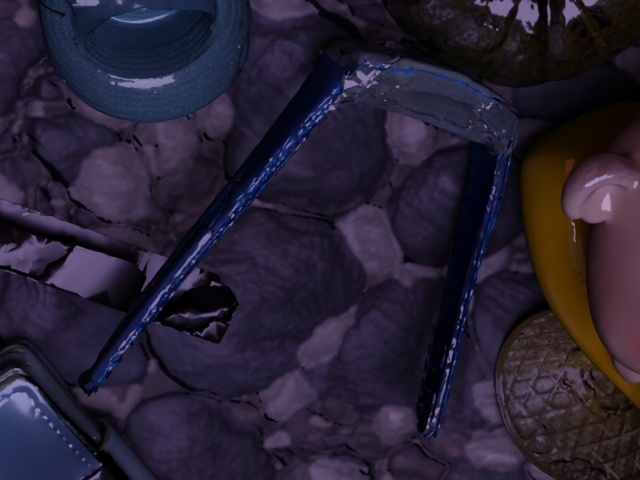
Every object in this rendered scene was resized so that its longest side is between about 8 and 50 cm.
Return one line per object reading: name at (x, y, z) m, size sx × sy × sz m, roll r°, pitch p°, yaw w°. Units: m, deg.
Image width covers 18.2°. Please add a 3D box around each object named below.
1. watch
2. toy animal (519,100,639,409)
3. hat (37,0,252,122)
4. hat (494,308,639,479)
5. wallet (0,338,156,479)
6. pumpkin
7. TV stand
watch at (-0.009, -0.007, 1.372) m, size 0.276 × 0.068 × 0.274 m, roll 9°, pitch 106°, yaw -23°
toy animal at (0.321, 0.005, 1.335) m, size 0.345 × 0.247 × 0.277 m, roll -9°, pitch 78°, yaw -11°
hat at (-0.117, -0.169, 1.298) m, size 0.138 × 0.078 × 0.191 m, roll -7°, pitch 134°, yaw 0°
hat at (0.209, 0.107, 1.500) m, size 0.146 × 0.067 × 0.146 m, roll 10°, pitch 111°, yaw 28°
wallet at (-0.204, 0.205, 1.438) m, size 0.176 × 0.075 × 0.250 m, roll -33°, pitch 117°, yaw 7°
pumpkin at (0.138, -0.207, 1.289) m, size 0.224 × 0.157 × 0.223 m, roll 0°, pitch 110°, yaw -1°
TV stand at (-0.177, 0.011, 1.378) m, size 0.249 × 0.042 × 0.036 m, roll 20°, pitch 110°, yaw -19°
